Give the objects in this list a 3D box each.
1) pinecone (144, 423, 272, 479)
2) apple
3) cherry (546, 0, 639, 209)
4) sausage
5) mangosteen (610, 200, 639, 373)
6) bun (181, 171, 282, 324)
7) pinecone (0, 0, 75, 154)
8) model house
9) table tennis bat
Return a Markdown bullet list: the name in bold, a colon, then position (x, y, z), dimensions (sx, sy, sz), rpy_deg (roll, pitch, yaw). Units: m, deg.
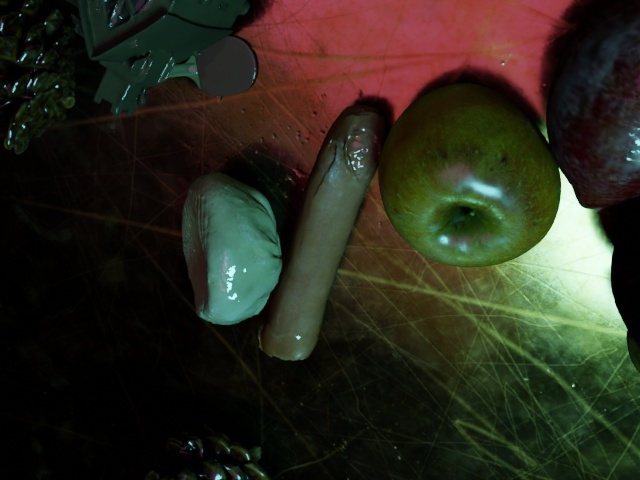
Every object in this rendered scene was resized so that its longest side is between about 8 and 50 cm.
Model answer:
- **pinecone**: position (-0.192, 0.438, 1.164), dimensions (0.244, 0.257, 0.243), rpy_deg (7, 105, 28)
- **apple**: position (0.191, -0.088, 0.892), dimensions (0.237, 0.207, 0.237), rpy_deg (9, 132, 10)
- **cherry**: position (0.365, -0.171, 0.776), dimensions (0.203, 0.230, 0.300), rpy_deg (27, 110, 3)
- **sausage**: position (0.000, 0.000, 1.020), dimensions (0.094, 0.094, 0.418), rpy_deg (26, 117, 15)
- **mangosteen**: position (0.493, 0.047, 0.818), dimensions (0.300, 0.300, 0.300), rpy_deg (5, 112, 13)
- **bun**: position (-0.126, 0.013, 1.019), dimensions (0.133, 0.231, 0.231), rpy_deg (-6, 114, -22)
- **pinecone**: position (-0.445, -0.248, 0.979), dimensions (0.201, 0.228, 0.202), rpy_deg (32, 162, -32)
- **model house**: position (-0.244, -0.290, 0.901), dimensions (0.204, 0.211, 0.243), rpy_deg (32, 108, 7)
- **table tennis bat**: position (-0.168, -0.252, 1.012), dimensions (0.157, 0.013, 0.087), rpy_deg (-3, 112, 14)
